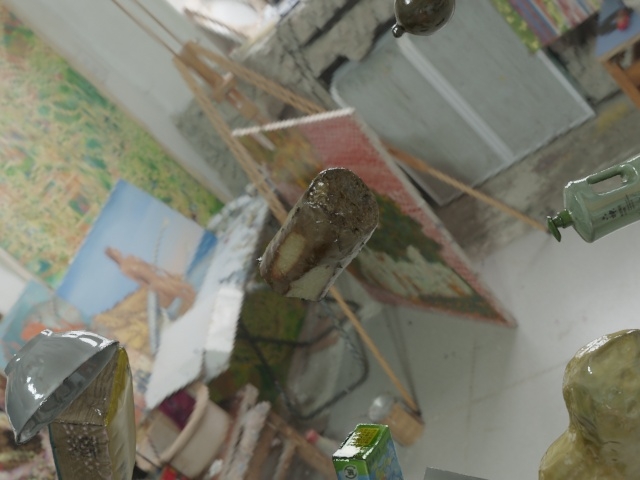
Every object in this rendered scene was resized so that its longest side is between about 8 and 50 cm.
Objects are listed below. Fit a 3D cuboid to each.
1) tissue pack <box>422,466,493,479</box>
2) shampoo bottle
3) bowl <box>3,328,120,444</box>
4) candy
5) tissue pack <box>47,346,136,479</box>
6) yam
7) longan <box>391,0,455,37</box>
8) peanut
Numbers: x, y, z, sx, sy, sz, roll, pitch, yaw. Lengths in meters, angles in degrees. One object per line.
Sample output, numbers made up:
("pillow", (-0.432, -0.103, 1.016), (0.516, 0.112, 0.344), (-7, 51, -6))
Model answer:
("tissue pack", (0.342, 0.591, 2.026), (0.246, 0.159, 0.136), (-8, 62, 56))
("shampoo bottle", (0.507, -0.070, 1.632), (0.234, 0.118, 0.087), (-23, -6, -3))
("bowl", (-0.369, 0.178, 1.256), (0.189, 0.086, 0.189), (-48, -4, -5))
("candy", (0.084, 0.384, 1.392), (0.062, 0.194, 0.097), (-7, 17, 30))
("tissue pack", (-0.421, 0.347, 1.740), (0.192, 0.134, 0.270), (-88, 3, -47))
("yam", (-0.001, -0.002, 1.513), (0.129, 0.128, 0.238), (-26, -19, -43))
("longan", (0.162, -0.373, 1.499), (0.119, 0.106, 0.106), (-45, 22, 17))
("peanut", (0.261, 0.188, 0.838), (0.117, 0.263, 0.101), (-23, 42, -31))
